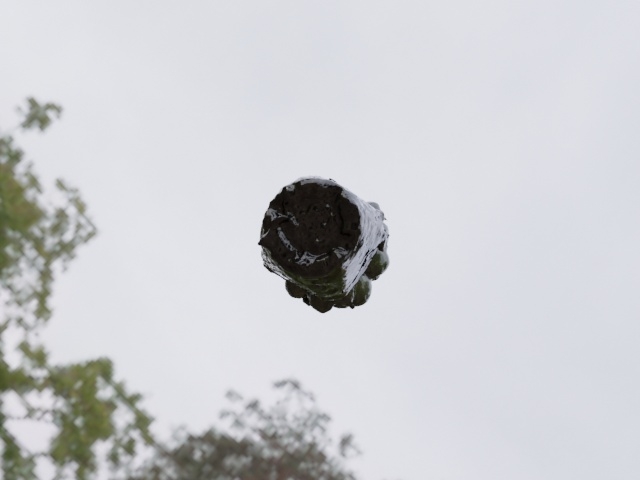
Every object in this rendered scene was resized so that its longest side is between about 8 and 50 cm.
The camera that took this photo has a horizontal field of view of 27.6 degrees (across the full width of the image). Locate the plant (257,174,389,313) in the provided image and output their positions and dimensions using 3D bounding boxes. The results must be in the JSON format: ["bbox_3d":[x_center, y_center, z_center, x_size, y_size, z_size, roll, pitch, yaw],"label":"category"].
[{"bbox_3d":[0.000,0.000,0.924,0.094,0.092,0.143,22,-6,13],"label":"plant"}]
